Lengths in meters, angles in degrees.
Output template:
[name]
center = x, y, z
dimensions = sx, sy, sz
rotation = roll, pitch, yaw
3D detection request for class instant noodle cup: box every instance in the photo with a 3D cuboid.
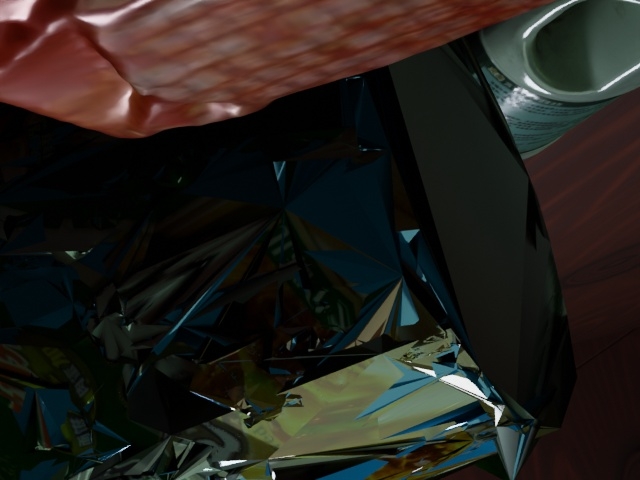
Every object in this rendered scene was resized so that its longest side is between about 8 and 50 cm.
[instant noodle cup]
center = -0.025, 0.007, 0.573
dimensions = 0.178, 0.240, 0.240
rotation = -20, 168, 20

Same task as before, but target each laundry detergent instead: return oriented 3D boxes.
[laundry detergent]
center = 0.118, -0.096, 0.649
dimensions = 0.099, 0.070, 0.226
rotation = -3, 166, -24

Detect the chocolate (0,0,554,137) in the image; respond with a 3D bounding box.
[chocolate]
center = 0.003, -0.113, 0.301
dimensions = 0.237, 0.108, 0.235
rotation = -17, 170, 18
